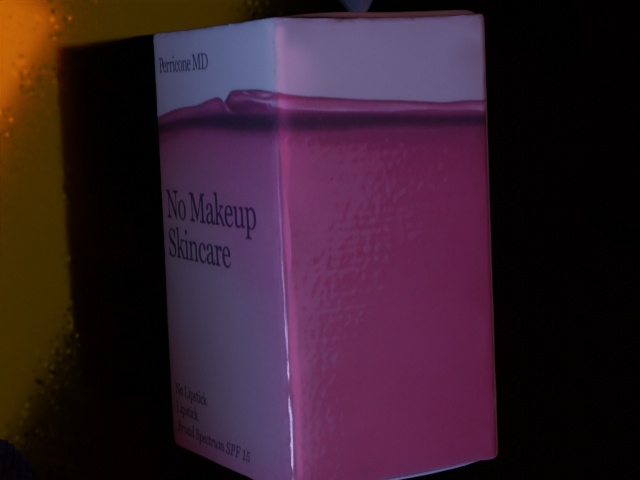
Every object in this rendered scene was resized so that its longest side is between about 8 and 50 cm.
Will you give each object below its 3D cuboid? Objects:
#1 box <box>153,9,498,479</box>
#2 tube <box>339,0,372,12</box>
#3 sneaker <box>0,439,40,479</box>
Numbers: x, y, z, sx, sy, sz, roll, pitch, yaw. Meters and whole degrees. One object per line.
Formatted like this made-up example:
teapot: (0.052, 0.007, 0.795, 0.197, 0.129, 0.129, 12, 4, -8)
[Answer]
box: (0.000, 0.000, 0.779, 0.127, 0.149, 0.232, -6, 96, -29)
tube: (-0.027, -0.210, 0.808, 0.207, 0.052, 0.080, 36, 81, -32)
sneaker: (-0.156, 0.194, 0.763, 0.082, 0.069, 0.209, -22, 117, 7)
